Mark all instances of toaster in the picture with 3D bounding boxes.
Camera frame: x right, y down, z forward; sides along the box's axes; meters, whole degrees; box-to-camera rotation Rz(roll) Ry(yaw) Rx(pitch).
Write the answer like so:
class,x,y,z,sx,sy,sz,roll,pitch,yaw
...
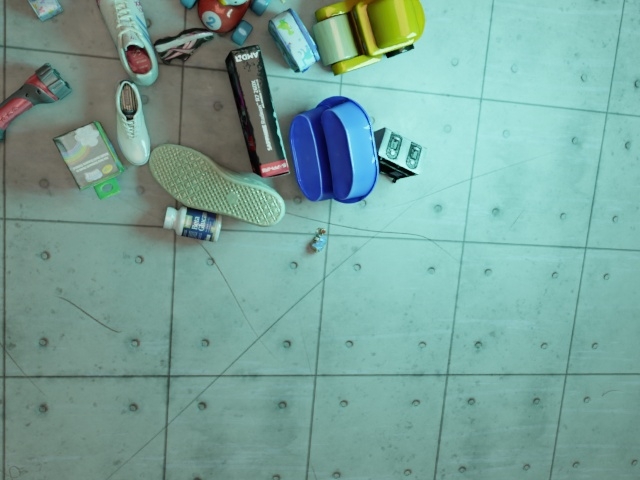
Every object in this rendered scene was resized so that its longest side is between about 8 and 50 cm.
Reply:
class,x,y,z,sx,sy,sz,roll,pitch,yaw
toaster,0.230,-0.273,1.945,0.168,0.186,0.110,23,80,-20

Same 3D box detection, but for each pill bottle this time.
class,x,y,z,sx,sy,sz,roll,pitch,yaw
pill bottle,-0.399,-0.055,1.881,0.169,0.094,0.094,11,97,-14

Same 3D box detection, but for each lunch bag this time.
class,x,y,z,sx,sy,sz,roll,pitch,yaw
lunch bag,-0.079,-0.589,1.795,0.090,0.219,0.176,-31,103,1
lunch bag,-0.786,-0.678,1.707,0.071,0.053,0.083,-29,96,-8

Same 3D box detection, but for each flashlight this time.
class,x,y,z,sx,sy,sz,roll,pitch,yaw
flashlight,-0.860,-0.373,1.719,0.304,0.103,0.103,-42,109,-4

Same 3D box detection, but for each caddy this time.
class,x,y,z,sx,sy,sz,roll,pitch,yaw
caddy,0.050,-0.274,1.874,0.179,0.241,0.341,-27,111,-52

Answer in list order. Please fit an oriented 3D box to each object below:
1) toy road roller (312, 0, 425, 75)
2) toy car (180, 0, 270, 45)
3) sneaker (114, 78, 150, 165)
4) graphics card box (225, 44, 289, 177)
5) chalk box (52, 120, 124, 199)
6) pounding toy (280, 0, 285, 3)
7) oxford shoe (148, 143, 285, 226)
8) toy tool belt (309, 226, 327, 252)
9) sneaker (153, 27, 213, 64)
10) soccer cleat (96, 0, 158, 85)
class,x,y,z,sx,sy,sz,roll,pitch,yaw
toy road roller,0.159,-0.647,1.826,0.329,0.240,0.202,-20,103,-9
toy car,-0.263,-0.707,1.722,0.219,0.238,0.210,33,91,-16
sneaker,-0.568,-0.350,1.792,0.094,0.091,0.258,-12,102,-10
graphics card box,-0.192,-0.378,1.800,0.094,0.233,0.371,-14,103,-10
chalk box,-0.666,-0.228,1.773,0.132,0.132,0.213,-25,105,-8
pounding toy,-0.101,-0.807,1.822,0.206,0.094,0.181,4,104,-4
oxford shoe,-0.318,-0.165,1.873,0.449,0.130,0.169,23,100,-1
toy tool belt,0.000,0.000,2.004,0.052,0.051,0.083,26,93,-16
sneaker,-0.407,-0.582,1.811,0.178,0.072,0.077,-20,130,-12
soccer cleat,-0.549,-0.610,1.724,0.116,0.143,0.331,-23,104,-8
